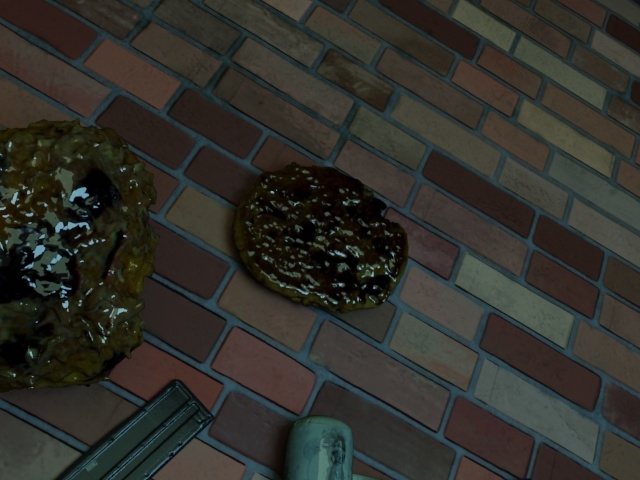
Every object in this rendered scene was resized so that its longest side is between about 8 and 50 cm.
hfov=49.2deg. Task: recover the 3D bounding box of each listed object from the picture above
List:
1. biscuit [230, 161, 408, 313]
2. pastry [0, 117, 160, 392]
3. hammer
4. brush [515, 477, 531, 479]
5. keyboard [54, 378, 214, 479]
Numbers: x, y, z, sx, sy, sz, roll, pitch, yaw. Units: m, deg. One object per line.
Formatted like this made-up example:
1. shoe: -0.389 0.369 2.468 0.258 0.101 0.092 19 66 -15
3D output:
1. biscuit: 0.001 -0.004 1.315 0.334 0.081 0.289 24 59 -4
2. pastry: -0.403 0.017 0.984 0.337 0.292 0.405 8 88 -40
3. hammer: 0.084 0.405 1.134 0.305 0.113 0.201 17 63 -18
4. brush: 0.300 0.450 1.229 0.193 0.043 0.032 -4 48 -21
5. keyboard: -0.324 0.360 1.038 0.103 0.041 0.381 46 52 6
